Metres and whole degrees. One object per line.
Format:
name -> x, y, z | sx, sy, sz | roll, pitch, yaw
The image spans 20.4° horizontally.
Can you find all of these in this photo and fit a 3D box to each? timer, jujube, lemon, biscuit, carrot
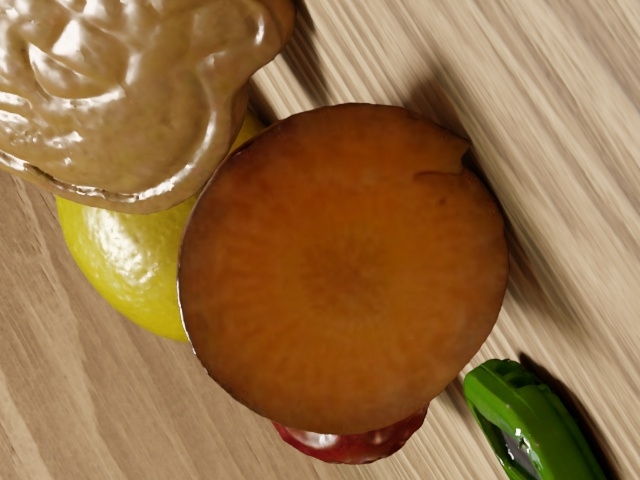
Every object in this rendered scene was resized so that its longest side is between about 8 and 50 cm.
timer -> 0.146, 0.140, 1.146 | 0.128, 0.047, 0.140 | 61, 173, -19
jujube -> 0.020, 0.111, 1.539 | 0.155, 0.155, 0.230 | 61, -177, -4
lemon -> -0.133, -0.031, 1.707 | 0.236, 0.236, 0.263 | 120, 141, -82
biscuit -> -0.211, -0.189, 1.298 | 0.385, 0.062, 0.365 | 38, 135, -6
carrot -> 0.000, 0.000, 1.110 | 0.196, 0.196, 0.254 | 62, 177, -10
